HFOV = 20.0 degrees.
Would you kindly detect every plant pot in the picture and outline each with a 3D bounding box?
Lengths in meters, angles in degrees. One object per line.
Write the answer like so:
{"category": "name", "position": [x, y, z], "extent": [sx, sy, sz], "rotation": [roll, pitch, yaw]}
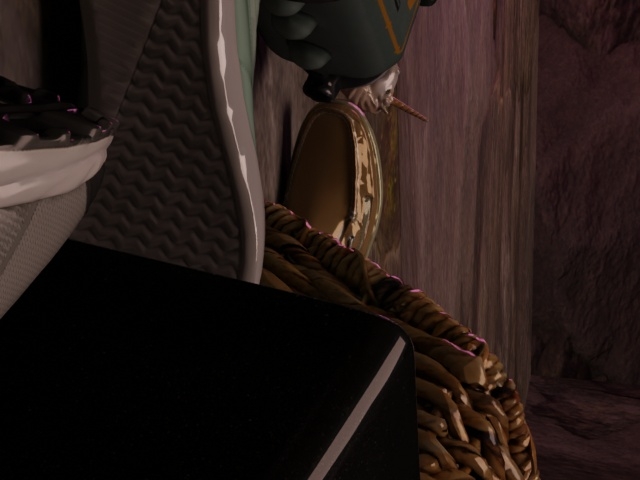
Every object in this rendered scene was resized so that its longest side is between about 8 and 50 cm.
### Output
{"category": "plant pot", "position": [-0.083, 0.124, 0.576], "extent": [0.167, 0.187, 0.188], "rotation": [-59, 154, -42]}

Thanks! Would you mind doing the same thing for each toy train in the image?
{"category": "toy train", "position": [0.007, -0.204, 1.032], "extent": [0.334, 0.142, 0.190], "rotation": [63, 45, -73]}

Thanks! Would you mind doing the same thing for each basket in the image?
{"category": "basket", "position": [0.017, 0.153, 0.950], "extent": [0.223, 0.213, 0.299], "rotation": [-71, 164, -50]}

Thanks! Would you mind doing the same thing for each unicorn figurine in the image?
{"category": "unicorn figurine", "position": [0.026, -0.155, 1.345], "extent": [0.162, 0.060, 0.111], "rotation": [12, 82, -63]}

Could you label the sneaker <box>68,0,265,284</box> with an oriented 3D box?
{"category": "sneaker", "position": [-0.059, -0.049, 0.825], "extent": [0.151, 0.094, 0.255], "rotation": [-50, 144, -76]}

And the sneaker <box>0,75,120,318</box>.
{"category": "sneaker", "position": [-0.137, 0.014, 0.479], "extent": [0.271, 0.100, 0.108], "rotation": [-49, 153, -64]}

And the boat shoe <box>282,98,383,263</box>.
{"category": "boat shoe", "position": [0.000, 0.000, 1.234], "extent": [0.072, 0.068, 0.190], "rotation": [-22, 117, -65]}
